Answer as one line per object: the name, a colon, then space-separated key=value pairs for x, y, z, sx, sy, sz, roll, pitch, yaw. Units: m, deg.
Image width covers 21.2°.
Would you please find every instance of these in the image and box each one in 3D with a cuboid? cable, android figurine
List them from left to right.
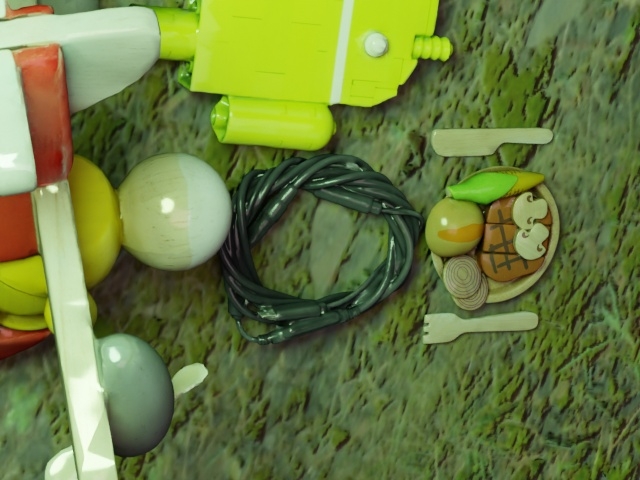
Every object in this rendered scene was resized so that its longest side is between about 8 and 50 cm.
android figurine: x=-0.017 y=-0.194 z=1.359 sx=0.272 sy=0.056 sz=0.248 roll=5 pitch=103 yaw=-20
cable: x=0.000 y=0.000 z=1.430 sx=0.184 sy=0.047 sz=0.151 roll=-17 pitch=103 yaw=-18

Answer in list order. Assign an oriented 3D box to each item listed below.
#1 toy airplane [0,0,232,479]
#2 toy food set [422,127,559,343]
toy airplane: x=-0.178 y=-0.041 z=1.166 sx=0.272 sy=0.384 sz=0.386 roll=3 pitch=103 yaw=-28
toy food set: x=0.151 y=-0.002 z=1.484 sx=0.132 sy=0.038 sz=0.192 roll=-5 pitch=107 yaw=-19
